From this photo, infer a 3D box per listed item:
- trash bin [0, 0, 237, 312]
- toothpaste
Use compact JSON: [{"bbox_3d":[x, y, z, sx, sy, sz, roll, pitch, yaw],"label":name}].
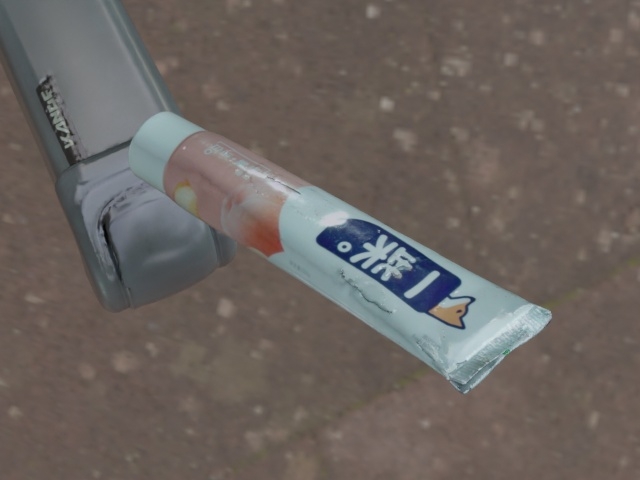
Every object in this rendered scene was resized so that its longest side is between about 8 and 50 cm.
[{"bbox_3d":[-0.143,-0.070,1.216,0.101,0.236,0.176,-24,158,-7],"label":"trash bin"},{"bbox_3d":[0.000,0.000,0.766,0.056,0.205,0.036,-37,141,-30],"label":"toothpaste"}]
